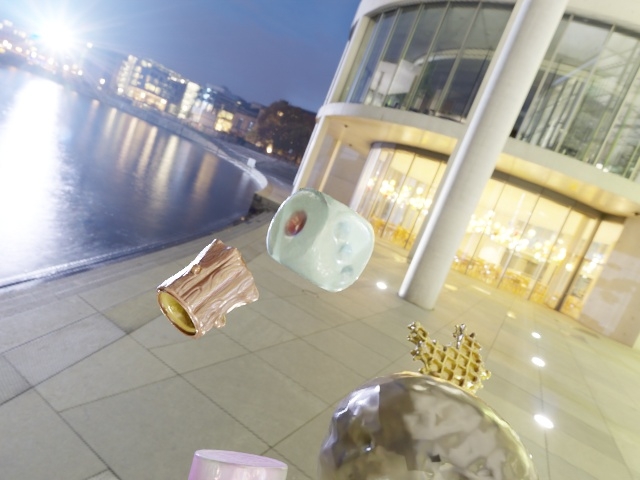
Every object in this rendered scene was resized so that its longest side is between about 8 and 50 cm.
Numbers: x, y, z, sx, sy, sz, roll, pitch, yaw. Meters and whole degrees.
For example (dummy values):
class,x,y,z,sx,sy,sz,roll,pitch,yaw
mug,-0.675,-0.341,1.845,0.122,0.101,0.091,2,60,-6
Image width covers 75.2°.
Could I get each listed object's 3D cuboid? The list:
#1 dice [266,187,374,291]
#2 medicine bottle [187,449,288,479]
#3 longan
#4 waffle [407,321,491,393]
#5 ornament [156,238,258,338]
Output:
class,x,y,z,sx,sy,sz,roll,pitch,yaw
dice,0.000,0.000,1.406,0.262,0.268,0.265,33,-4,-40
medicine bottle,-0.195,0.616,0.838,0.212,0.325,0.212,8,-21,3
longan,0.214,0.500,0.895,0.436,0.404,0.404,20,7,6
waffle,0.438,0.390,1.391,0.293,0.069,0.259,3,53,-23
ornament,-0.326,0.151,1.192,0.221,0.235,0.217,48,49,0
